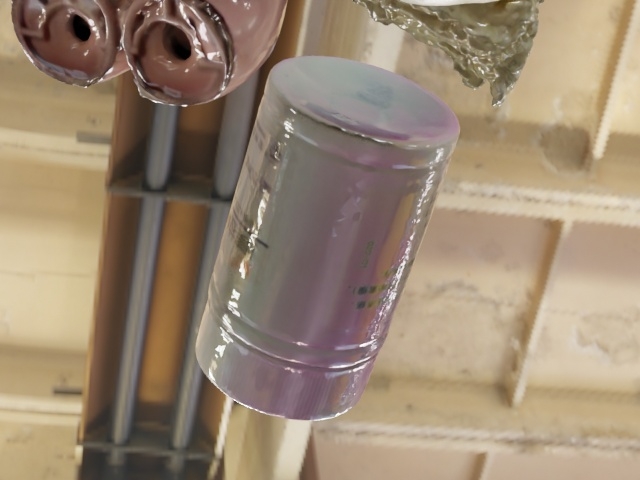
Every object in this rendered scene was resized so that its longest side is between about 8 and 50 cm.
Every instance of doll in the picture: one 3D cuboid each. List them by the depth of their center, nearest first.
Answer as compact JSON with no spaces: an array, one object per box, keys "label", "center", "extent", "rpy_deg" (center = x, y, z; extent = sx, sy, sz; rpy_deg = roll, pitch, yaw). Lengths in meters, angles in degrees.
[{"label":"doll","center":[-0.039,-0.216,0.701],"extent":[0.284,0.268,0.216],"rpy_deg":[15,-60,25]}]

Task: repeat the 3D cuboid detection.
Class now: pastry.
[{"label":"pastry","center":[0.038,-0.205,0.874],"extent":[0.258,0.121,0.089],"rpy_deg":[31,-21,-2]}]

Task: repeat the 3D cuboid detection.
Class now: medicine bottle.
[{"label":"medicine bottle","center":[0.000,0.000,1.053],"extent":[0.152,0.152,0.254],"rpy_deg":[11,-61,-14]}]

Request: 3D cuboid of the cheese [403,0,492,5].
[{"label":"cheese","center":[0.049,-0.237,0.344],"extent":[0.332,0.292,0.153],"rpy_deg":[39,-29,-30]}]
